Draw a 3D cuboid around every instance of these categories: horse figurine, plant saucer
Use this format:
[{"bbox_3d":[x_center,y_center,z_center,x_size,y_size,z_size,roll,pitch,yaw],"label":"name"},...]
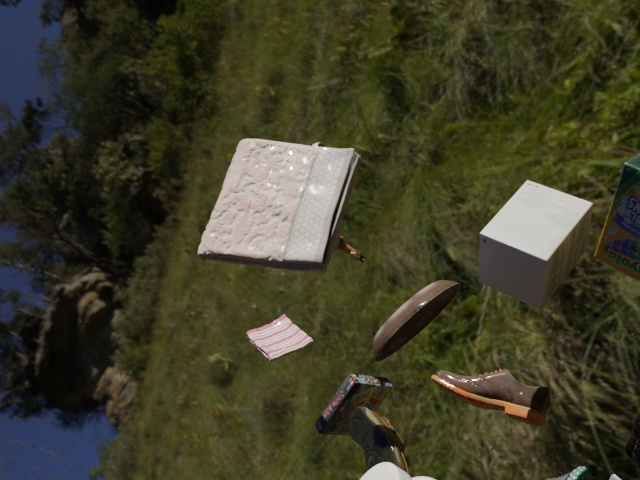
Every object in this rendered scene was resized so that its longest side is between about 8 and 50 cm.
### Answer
[{"bbox_3d":[0.000,0.000,2.223,0.174,0.263,0.066,27,-104,-45],"label":"horse figurine"},{"bbox_3d":[0.250,0.208,1.906,0.311,0.050,0.310,-36,-20,-15],"label":"plant saucer"}]

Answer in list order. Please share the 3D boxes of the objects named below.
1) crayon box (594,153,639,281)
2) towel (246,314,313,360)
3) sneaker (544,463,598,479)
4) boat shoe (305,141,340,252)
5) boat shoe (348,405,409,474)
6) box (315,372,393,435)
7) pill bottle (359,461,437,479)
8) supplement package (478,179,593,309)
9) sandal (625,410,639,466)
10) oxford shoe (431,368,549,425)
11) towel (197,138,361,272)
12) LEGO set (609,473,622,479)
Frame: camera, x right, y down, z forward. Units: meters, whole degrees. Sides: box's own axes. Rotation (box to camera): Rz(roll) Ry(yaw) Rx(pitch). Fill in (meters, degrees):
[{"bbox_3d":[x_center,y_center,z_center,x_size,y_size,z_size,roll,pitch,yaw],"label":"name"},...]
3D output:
[{"bbox_3d":[0.772,-0.013,1.638,0.083,0.203,0.322,-27,-45,-32],"label":"crayon box"},{"bbox_3d":[-0.127,0.293,2.132,0.144,0.197,0.029,-22,-65,-21],"label":"towel"},{"bbox_3d":[0.656,0.651,1.898,0.224,0.098,0.083,-11,-81,-38],"label":"sneaker"},{"bbox_3d":[-0.014,-0.111,1.911,0.114,0.091,0.302,4,-101,-65],"label":"boat shoe"},{"bbox_3d":[0.191,0.594,2.048,0.120,0.324,0.122,21,-76,-23],"label":"boat shoe"},{"bbox_3d":[0.107,0.530,2.259,0.159,0.044,0.233,16,-63,-34],"label":"box"},{"bbox_3d":[0.254,0.658,1.511,0.229,0.408,0.229,-46,16,17],"label":"pill bottle"},{"bbox_3d":[0.592,0.008,1.951,0.263,0.199,0.198,-43,-38,-30],"label":"supplement package"},{"bbox_3d":[0.819,0.475,1.728,0.060,0.090,0.219,-15,-50,-20],"label":"sandal"},{"bbox_3d":[0.529,0.459,2.196,0.130,0.364,0.132,55,-126,-65],"label":"oxford shoe"},{"bbox_3d":[-0.094,-0.089,1.620,0.053,0.317,0.331,66,-144,-55],"label":"towel"},{"bbox_3d":[0.794,0.746,1.782,0.060,0.244,0.182,-4,-60,-34],"label":"LEGO set"}]
